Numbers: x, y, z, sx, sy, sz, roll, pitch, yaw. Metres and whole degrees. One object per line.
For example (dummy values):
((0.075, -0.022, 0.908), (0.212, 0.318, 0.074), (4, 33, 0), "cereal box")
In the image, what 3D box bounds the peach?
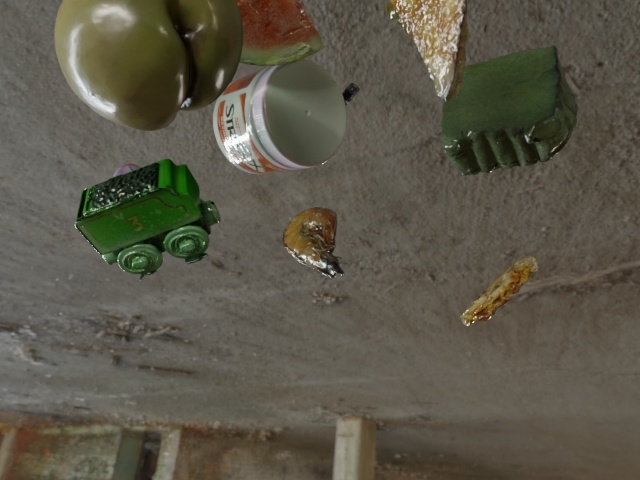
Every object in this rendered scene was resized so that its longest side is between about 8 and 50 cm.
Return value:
((-0.274, -0.315, 0.890), (0.292, 0.292, 0.247), (-9, 123, 28), "peach")

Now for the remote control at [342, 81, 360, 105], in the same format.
((0.089, -0.478, 1.824), (0.039, 0.096, 0.014), (37, 166, 4), "remote control")

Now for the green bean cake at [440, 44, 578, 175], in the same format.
((0.347, -0.238, 1.027), (0.227, 0.222, 0.125), (-10, 142, 35), "green bean cake")

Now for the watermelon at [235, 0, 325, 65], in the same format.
((-0.142, -0.477, 1.151), (0.310, 0.231, 0.193), (-3, -178, -9), "watermelon")

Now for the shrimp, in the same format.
((0.000, 0.000, 1.454), (0.062, 0.164, 0.317), (36, -176, -37), "shrimp")

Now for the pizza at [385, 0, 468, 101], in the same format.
((0.145, -0.263, 0.649), (0.052, 0.195, 0.185), (-16, -167, -29), "pizza")

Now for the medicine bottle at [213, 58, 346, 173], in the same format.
((-0.103, -0.295, 1.357), (0.253, 0.252, 0.241), (27, 164, -36), "medicine bottle")

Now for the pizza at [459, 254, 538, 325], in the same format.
((0.434, 0.129, 1.342), (0.246, 0.058, 0.127), (-50, 163, 20), "pizza")

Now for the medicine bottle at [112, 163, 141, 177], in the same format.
((-0.414, -0.105, 1.259), (0.119, 0.094, 0.188), (37, -176, -42), "medicine bottle")

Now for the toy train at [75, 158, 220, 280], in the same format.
((-0.322, -0.043, 1.049), (0.243, 0.132, 0.188), (-19, 134, 3), "toy train")
